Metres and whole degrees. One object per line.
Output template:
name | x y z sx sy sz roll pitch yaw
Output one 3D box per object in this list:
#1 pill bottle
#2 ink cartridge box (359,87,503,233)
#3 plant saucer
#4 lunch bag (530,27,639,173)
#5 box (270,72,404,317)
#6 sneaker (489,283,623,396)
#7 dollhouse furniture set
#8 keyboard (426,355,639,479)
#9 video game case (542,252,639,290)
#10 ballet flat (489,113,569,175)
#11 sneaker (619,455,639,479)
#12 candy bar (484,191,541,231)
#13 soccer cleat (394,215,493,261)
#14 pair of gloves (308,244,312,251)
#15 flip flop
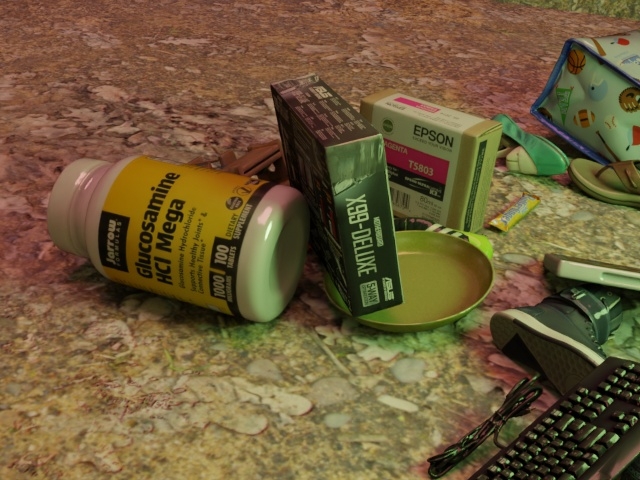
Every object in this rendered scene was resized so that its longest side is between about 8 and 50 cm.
pill bottle | -0.198 -0.014 1.044 0.333 0.188 0.188 13 31 17
ink cartridge box | 0.173 -0.132 1.279 0.234 0.193 0.088 25 36 34
plant saucer | 0.124 0.061 1.070 0.240 0.037 0.241 -5 30 3
lunch bag | 0.700 -0.266 1.542 0.327 0.239 0.385 -18 52 -33
box | 0.016 -0.076 1.050 0.076 0.243 0.307 -15 28 -9
sneaker | 0.347 0.131 0.943 0.163 0.086 0.226 -14 30 -23
dollhouse furniture set | -0.150 -0.072 1.243 0.183 0.129 0.129 -7 22 34
keyboard | 0.204 0.211 0.754 0.317 0.033 0.201 -32 14 -23
video game case | 0.429 0.050 1.063 0.206 0.026 0.227 10 3 11
ballet flat | 0.397 -0.179 1.516 0.087 0.083 0.247 -32 35 -1
sneaker | 0.389 0.205 0.790 0.110 0.122 0.283 19 33 26
candy bar | 0.343 -0.050 1.331 0.040 0.018 0.161 23 36 30
soccer cleat | 0.179 0.008 1.178 0.178 0.060 0.072 12 44 14
pair of gloves | 0.000 0.000 1.216 0.083 0.010 0.074 3 29 -7
flip flop | 0.594 -0.104 1.387 0.277 0.080 0.112 28 38 36
